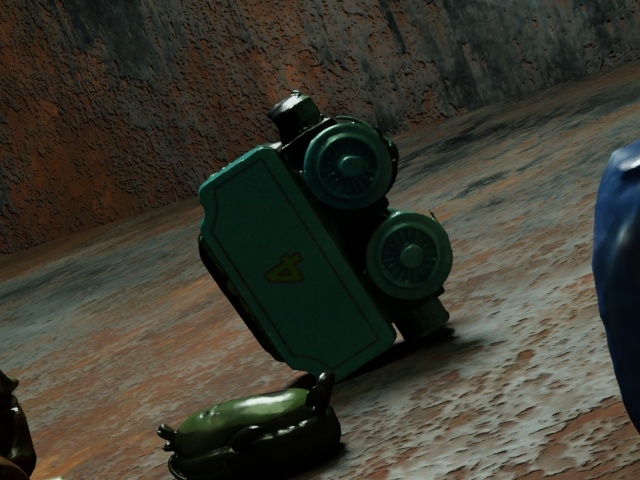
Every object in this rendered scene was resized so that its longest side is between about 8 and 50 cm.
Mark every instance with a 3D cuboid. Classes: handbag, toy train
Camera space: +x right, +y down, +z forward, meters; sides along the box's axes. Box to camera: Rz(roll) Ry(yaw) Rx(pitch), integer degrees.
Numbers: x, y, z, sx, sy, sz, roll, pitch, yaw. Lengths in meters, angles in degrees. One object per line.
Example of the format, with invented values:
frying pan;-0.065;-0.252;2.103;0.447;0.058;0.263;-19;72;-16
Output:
handbag;-0.042;0.115;0.900;0.111;0.047;0.072;-16;7;12
toy train;0.000;0.000;1.088;0.154;0.198;0.107;-34;7;-2

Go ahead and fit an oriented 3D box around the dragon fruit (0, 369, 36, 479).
dragon fruit;-0.285;0.131;0.790;0.250;0.250;0.315;-24;27;-25

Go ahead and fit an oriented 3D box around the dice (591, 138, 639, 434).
dice;0.199;0.014;0.616;0.143;0.146;0.146;-13;9;34

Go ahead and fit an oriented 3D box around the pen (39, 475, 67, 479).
pen;-0.262;0.198;0.958;0.233;0.032;0.040;-21;-16;0
